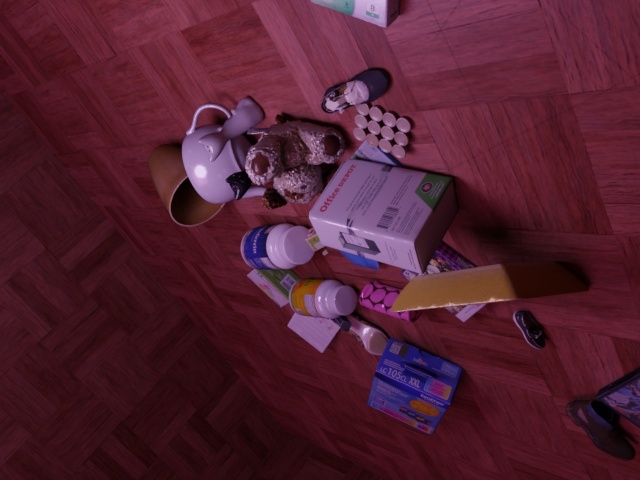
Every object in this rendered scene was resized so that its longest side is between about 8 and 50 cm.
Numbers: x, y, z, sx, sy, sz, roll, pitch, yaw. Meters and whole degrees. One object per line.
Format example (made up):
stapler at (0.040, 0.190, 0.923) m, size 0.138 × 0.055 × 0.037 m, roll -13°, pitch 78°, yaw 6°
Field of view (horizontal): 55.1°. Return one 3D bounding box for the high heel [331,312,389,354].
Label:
high heel at (0.151, 0.322, 2.243) m, size 0.261 × 0.093 × 0.186 m, roll 33°, pitch -175°, yaw -21°

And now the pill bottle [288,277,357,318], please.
pill bottle at (0.011, 0.202, 2.141) m, size 0.246 × 0.136 × 0.136 m, roll -2°, pitch 130°, yaw 52°

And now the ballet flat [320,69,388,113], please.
ballet flat at (0.068, -0.325, 1.379) m, size 0.203 × 0.074 × 0.074 m, roll -4°, pitch 129°, yaw 53°

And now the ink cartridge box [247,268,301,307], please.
ink cartridge box at (-0.192, 0.168, 2.392) m, size 0.189 × 0.097 × 0.255 m, roll 43°, pitch 152°, yaw -4°

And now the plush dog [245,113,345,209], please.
plush dog at (-0.070, -0.196, 1.624) m, size 0.210 × 0.262 × 0.225 m, roll -120°, pitch 15°, yaw -53°

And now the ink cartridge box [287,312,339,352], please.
ink cartridge box at (-0.014, 0.329, 2.471) m, size 0.189 × 0.066 × 0.232 m, roll 37°, pitch 131°, yaw 8°

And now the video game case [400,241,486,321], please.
video game case at (0.350, 0.107, 1.678) m, size 0.232 × 0.042 × 0.210 m, roll 38°, pitch 151°, yaw 7°

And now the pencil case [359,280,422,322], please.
pencil case at (0.221, 0.184, 1.905) m, size 0.209 × 0.098 × 0.095 m, roll 12°, pitch -175°, yaw 42°

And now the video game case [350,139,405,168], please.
video game case at (0.132, -0.185, 1.561) m, size 0.119 × 0.015 × 0.166 m, roll 42°, pitch 152°, yaw -2°

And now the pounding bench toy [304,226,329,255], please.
pounding bench toy at (0.000, 0.000, 1.934) m, size 0.052 × 0.065 × 0.083 m, roll -26°, pitch 114°, yaw 26°

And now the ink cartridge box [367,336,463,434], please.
ink cartridge box at (0.323, 0.496, 2.123) m, size 0.270 × 0.151 × 0.395 m, roll 22°, pitch 146°, yaw 13°

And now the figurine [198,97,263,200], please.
figurine at (-0.219, -0.251, 1.696) m, size 0.092 × 0.209 × 0.215 m, roll 2°, pitch 133°, yaw 50°

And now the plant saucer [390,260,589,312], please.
plant saucer at (0.378, 0.102, 1.397) m, size 0.333 × 0.333 × 0.081 m, roll -13°, pitch 81°, yaw 46°

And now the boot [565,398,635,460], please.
boot at (0.786, 0.517, 1.678) m, size 0.219 × 0.082 × 0.106 m, roll 39°, pitch 155°, yaw 9°

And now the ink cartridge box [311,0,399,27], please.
ink cartridge box at (0.061, -0.523, 1.125) m, size 0.181 × 0.056 × 0.224 m, roll 28°, pitch 152°, yaw 23°

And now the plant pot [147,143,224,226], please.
plant pot at (-0.472, -0.217, 2.089) m, size 0.254 × 0.237 × 0.237 m, roll 43°, pitch 156°, yaw 30°

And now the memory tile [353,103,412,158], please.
memory tile at (0.143, -0.258, 1.428) m, size 0.148 × 0.012 × 0.113 m, roll 28°, pitch 140°, yaw 23°

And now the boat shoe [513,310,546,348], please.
boat shoe at (0.554, 0.233, 1.604) m, size 0.125 × 0.046 × 0.038 m, roll 54°, pitch 156°, yaw -7°

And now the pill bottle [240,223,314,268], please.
pill bottle at (-0.142, 0.021, 2.056) m, size 0.265 × 0.153 × 0.153 m, roll -5°, pitch 128°, yaw 53°

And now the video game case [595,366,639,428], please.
video game case at (0.860, 0.424, 1.500) m, size 0.275 × 0.035 × 0.248 m, roll 35°, pitch 152°, yaw 12°

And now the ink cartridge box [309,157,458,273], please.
ink cartridge box at (0.151, -0.067, 1.473) m, size 0.289 × 0.211 × 0.121 m, roll 17°, pitch 149°, yaw 32°

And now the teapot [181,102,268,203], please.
teapot at (-0.276, -0.244, 1.811) m, size 0.187 × 0.252 × 0.256 m, roll -18°, pitch 166°, yaw 17°

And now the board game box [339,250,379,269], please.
board game box at (0.117, 0.028, 1.871) m, size 0.169 × 0.033 × 0.133 m, roll 11°, pitch 146°, yaw 52°
